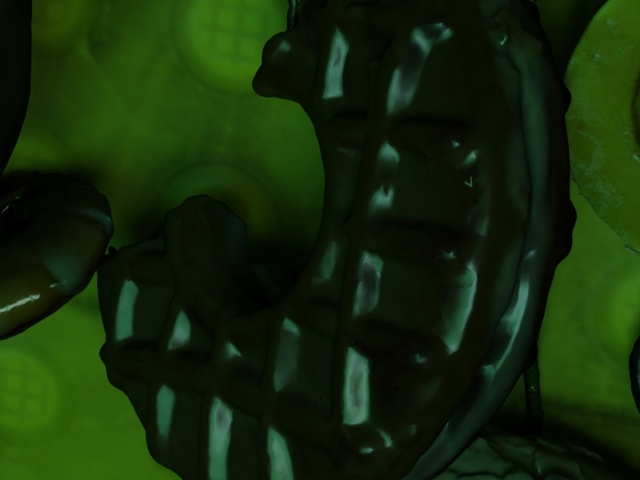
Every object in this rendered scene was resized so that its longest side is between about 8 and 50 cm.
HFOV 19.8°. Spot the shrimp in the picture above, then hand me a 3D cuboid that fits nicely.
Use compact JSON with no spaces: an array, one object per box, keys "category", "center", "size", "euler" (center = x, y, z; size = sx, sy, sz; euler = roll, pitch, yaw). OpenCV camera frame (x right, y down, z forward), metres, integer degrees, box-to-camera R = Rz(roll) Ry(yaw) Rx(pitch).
[{"category":"shrimp","center":[-0.237,-0.002,1.147],"size":[0.287,0.152,0.063],"euler":[12,139,44]}]

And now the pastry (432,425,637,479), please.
[{"category":"pastry","center":[0.105,0.252,1.144],"size":[0.329,0.136,0.330],"euler":[6,114,13]}]

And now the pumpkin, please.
[{"category":"pumpkin","center":[0.237,-0.087,0.982],"size":[0.217,0.110,0.217],"euler":[8,133,8]}]

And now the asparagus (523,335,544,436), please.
[{"category":"asparagus","center":[0.132,0.090,1.136],"size":[0.016,0.016,0.163],"euler":[11,118,35]}]

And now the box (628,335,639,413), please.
[{"category":"box","center":[0.300,0.104,1.083],"size":[0.201,0.042,0.212],"euler":[-30,103,24]}]

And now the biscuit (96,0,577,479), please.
[{"category":"biscuit","center":[0.012,0.006,1.020],"size":[0.366,0.115,0.268],"euler":[-55,50,32]}]

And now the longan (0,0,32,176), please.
[{"category":"longan","center":[-0.351,-0.119,0.974],"size":[0.391,0.391,0.391],"euler":[6,114,13]}]
